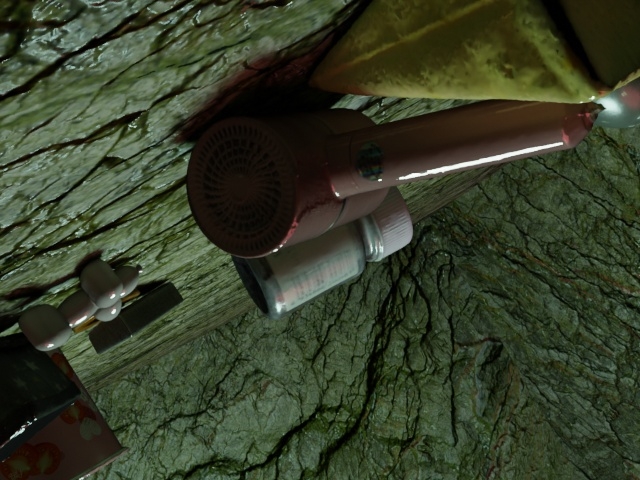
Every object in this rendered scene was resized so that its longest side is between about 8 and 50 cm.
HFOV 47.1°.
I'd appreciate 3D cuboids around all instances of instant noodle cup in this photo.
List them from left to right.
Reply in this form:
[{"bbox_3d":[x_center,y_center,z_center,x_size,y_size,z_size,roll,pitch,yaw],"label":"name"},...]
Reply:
[{"bbox_3d":[-0.484,0.316,1.243,0.242,0.231,0.243,-28,175,-3],"label":"instant noodle cup"}]

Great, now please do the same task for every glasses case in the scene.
[{"bbox_3d":[-0.302,0.124,1.218,0.070,0.047,0.205,-30,-176,17],"label":"glasses case"}]

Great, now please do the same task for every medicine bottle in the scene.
[{"bbox_3d":[0.000,0.000,1.202,0.273,0.165,0.165,-28,174,-17],"label":"medicine bottle"}]

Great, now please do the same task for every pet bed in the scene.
[{"bbox_3d":[-0.427,0.194,0.900,0.183,0.159,0.211,-40,179,-1],"label":"pet bed"}]

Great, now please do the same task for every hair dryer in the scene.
[{"bbox_3d":[0.077,-0.077,0.661,0.352,0.126,0.210,-7,-173,31],"label":"hair dryer"}]

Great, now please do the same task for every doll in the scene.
[{"bbox_3d":[-0.292,0.078,0.927,0.161,0.059,0.160,-40,179,-14],"label":"doll"}]

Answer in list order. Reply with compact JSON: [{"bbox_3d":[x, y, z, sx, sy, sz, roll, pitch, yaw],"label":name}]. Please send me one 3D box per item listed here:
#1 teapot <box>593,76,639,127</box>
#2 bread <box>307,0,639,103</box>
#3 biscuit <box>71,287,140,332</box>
[{"bbox_3d":[0.343,-0.248,0.767,0.251,0.183,0.183,-44,170,17],"label":"teapot"},{"bbox_3d":[0.136,-0.146,0.592,0.167,0.163,0.264,-26,174,-33],"label":"bread"},{"bbox_3d":[-0.338,0.105,1.147,0.118,0.023,0.140,-33,178,-24],"label":"biscuit"}]
